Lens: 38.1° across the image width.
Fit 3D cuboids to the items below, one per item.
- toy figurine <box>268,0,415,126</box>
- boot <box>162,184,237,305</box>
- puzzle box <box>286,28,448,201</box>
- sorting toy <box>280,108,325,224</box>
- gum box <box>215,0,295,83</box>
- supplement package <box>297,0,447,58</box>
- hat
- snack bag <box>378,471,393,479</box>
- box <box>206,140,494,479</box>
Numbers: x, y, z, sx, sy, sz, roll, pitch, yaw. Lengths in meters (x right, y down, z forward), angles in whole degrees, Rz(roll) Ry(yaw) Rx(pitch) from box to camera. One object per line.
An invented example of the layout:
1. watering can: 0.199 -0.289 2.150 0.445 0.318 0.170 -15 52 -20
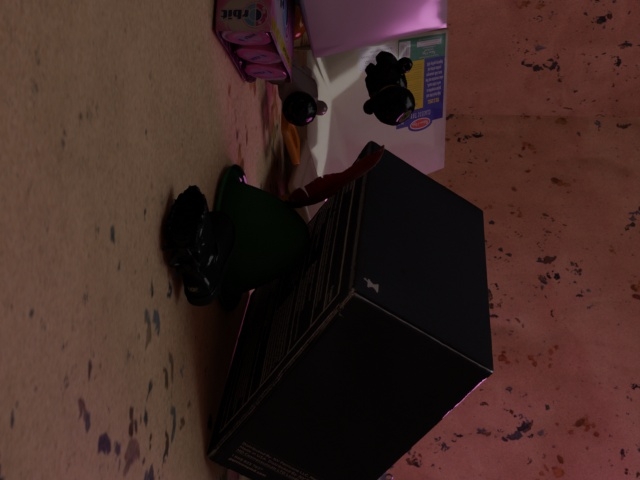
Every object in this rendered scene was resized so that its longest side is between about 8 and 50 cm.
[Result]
1. toy figurine: 0.027 -0.261 1.278 0.148 0.209 0.213 -99 -175 -52
2. boot: -0.112 -0.009 0.863 0.099 0.045 0.121 81 13 -46
3. puzzle box: 0.092 -0.220 1.628 0.409 0.052 0.272 -20 117 -46
4. sorting toy: -0.022 -0.040 1.411 0.196 0.047 0.348 -85 161 -61
5. gum box: -0.070 -0.257 1.065 0.188 0.062 0.107 53 38 -80
6. supplement package: 0.035 -0.402 1.127 0.175 0.177 0.293 76 2 -64
7. hat: -0.018 -0.002 1.061 0.208 0.183 0.173 54 38 -80
8. snack bag: -0.002 0.458 1.334 0.323 0.037 0.342 -55 -178 13
9. box: 0.039 0.100 1.062 0.294 0.183 0.296 -52 -164 33
